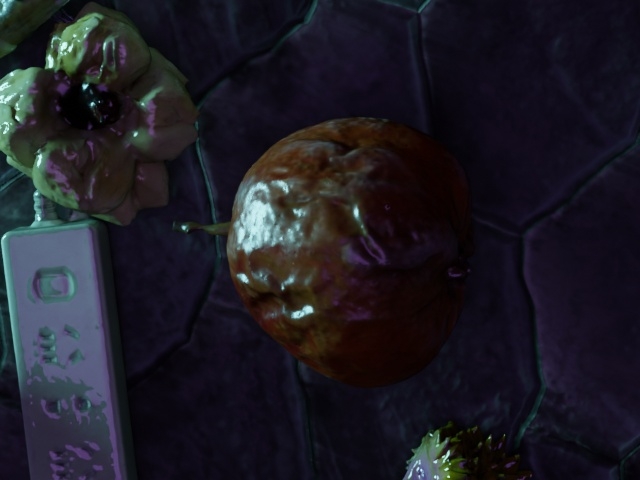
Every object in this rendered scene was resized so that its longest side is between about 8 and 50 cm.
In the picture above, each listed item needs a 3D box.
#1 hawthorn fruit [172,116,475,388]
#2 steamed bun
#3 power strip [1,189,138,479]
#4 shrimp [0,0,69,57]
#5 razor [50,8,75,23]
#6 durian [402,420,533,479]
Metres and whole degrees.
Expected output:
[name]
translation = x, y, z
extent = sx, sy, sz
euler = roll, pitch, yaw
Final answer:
[hawthorn fruit]
translation = 0.000, 0.000, 1.327
extent = 0.272, 0.242, 0.241
euler = 13, 97, 15
[steamed bun]
translation = -0.205, -0.104, 1.380
extent = 0.177, 0.106, 0.192
euler = -42, 95, 10
[power strip]
translation = -0.241, 0.115, 1.452
extent = 0.098, 0.058, 0.338
euler = -6, 94, 8
[shrimp]
translation = -0.296, -0.254, 1.411
extent = 0.217, 0.051, 0.150
euler = -25, 71, 23
[razor]
translation = -0.213, -0.184, 1.433
extent = 0.190, 0.033, 0.066
euler = 40, 99, 1
[durian]
translation = 0.114, 0.336, 1.373
extent = 0.191, 0.112, 0.341
euler = 30, 75, 1
